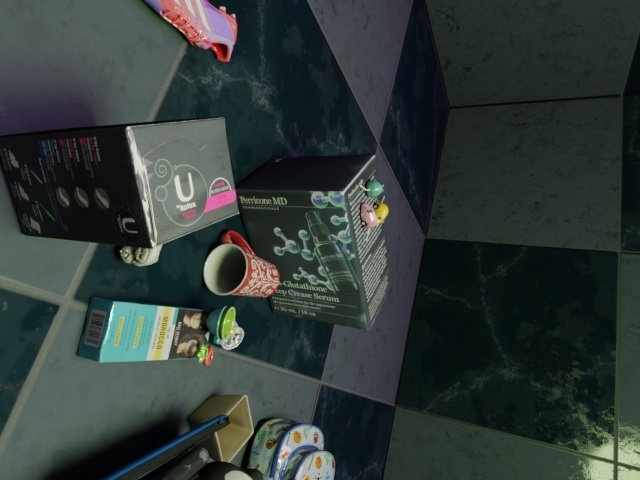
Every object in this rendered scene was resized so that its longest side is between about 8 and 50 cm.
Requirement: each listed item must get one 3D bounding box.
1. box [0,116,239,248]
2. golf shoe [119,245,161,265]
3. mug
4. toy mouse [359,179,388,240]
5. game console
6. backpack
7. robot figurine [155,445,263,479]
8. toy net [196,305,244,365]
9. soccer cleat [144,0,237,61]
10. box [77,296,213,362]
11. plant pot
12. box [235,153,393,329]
[{"bbox_3d":[-0.275,-0.086,0.587,0.165,0.270,0.143,-34,123,-56],"label":"box"},{"bbox_3d":[-0.310,-0.039,0.774,0.086,0.069,0.176,57,45,-78],"label":"golf shoe"},{"bbox_3d":[-0.169,0.062,0.989,0.169,0.113,0.150,30,69,-63],"label":"mug"},{"bbox_3d":[0.122,-0.084,0.967,0.143,0.031,0.161,59,44,-48],"label":"toy mouse"},{"bbox_3d":[-0.296,0.470,0.738,0.173,0.250,0.293,60,24,14],"label":"game console"},{"bbox_3d":[-0.088,0.621,1.140,0.276,0.213,0.263,35,53,-55],"label":"backpack"},{"bbox_3d":[-0.201,0.477,0.689,0.173,0.209,0.278,-51,162,16],"label":"robot figurine"},{"bbox_3d":[-0.203,0.212,0.922,0.232,0.045,0.122,79,20,-73],"label":"toy net"},{"bbox_3d":[-0.245,-0.419,0.804,0.248,0.083,0.095,-12,109,-64],"label":"soccer cleat"},{"bbox_3d":[-0.309,0.168,0.788,0.244,0.060,0.100,25,72,-61],"label":"box"},{"bbox_3d":[-0.226,0.409,0.944,0.109,0.096,0.109,-37,125,-56],"label":"plant pot"},{"bbox_3d":[0.000,0.000,1.099,0.212,0.294,0.395,-51,137,-48],"label":"box"}]
